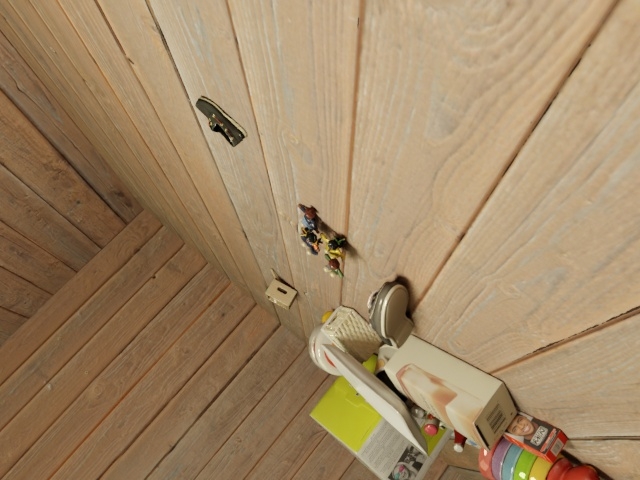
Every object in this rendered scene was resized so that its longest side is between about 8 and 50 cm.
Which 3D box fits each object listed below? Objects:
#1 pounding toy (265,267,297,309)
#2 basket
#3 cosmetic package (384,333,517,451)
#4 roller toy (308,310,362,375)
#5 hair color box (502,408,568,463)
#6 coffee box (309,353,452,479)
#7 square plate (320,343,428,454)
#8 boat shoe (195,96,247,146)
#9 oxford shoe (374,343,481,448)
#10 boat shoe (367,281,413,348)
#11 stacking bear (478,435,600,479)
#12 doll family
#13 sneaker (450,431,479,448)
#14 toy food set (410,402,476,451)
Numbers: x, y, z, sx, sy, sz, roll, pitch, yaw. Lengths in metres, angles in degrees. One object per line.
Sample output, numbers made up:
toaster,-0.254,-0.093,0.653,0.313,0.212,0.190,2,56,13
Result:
pounding toy,-0.167,0.202,2.110,0.141,0.100,0.130,29,163,5
basket,0.105,0.307,1.678,0.167,0.113,0.103,44,162,-11
cosmetic package,0.325,0.381,1.311,0.296,0.129,0.153,22,152,52
roller toy,0.057,0.375,1.824,0.209,0.191,0.146,43,165,-7
hair color box,0.504,0.464,1.224,0.043,0.072,0.141,47,163,-21
coffee box,0.233,0.667,1.918,0.334,0.338,0.337,49,162,-24
square plate,0.175,0.476,1.573,0.347,0.049,0.344,34,163,43
boat shoe,-0.217,-0.251,1.083,0.133,0.042,0.049,42,166,5
oxford shoe,0.337,0.486,1.518,0.449,0.130,0.169,37,138,13
boat shoe,0.150,0.174,1.219,0.095,0.112,0.335,29,164,25
stacking bear,0.559,0.580,1.270,0.289,0.164,0.175,10,148,53
doll family,0.000,0.000,1.182,0.193,0.076,0.111,42,169,8
sneaker,0.490,0.628,1.662,0.092,0.087,0.229,44,165,18
toy food set,0.353,0.492,1.374,0.232,0.104,0.111,-6,113,27
